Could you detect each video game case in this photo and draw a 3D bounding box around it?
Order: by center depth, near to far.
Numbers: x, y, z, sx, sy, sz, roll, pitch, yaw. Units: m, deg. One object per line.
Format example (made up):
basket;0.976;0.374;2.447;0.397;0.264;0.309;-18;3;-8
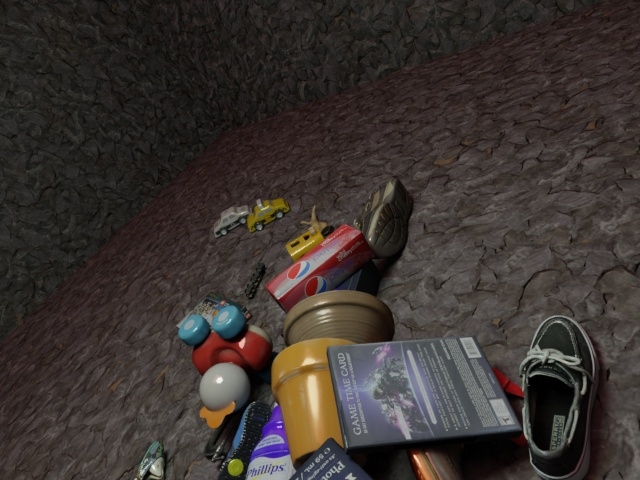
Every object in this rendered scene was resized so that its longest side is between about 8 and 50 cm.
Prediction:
video game case;0.159;0.243;0.811;0.273;0.026;0.196;-3;37;-7

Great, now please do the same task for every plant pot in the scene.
plant pot;0.010;0.315;0.907;0.205;0.205;0.188;-22;42;17
plant pot;0.041;0.218;1.024;0.237;0.237;0.110;-23;41;16

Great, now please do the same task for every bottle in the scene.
bottle;-0.078;0.430;0.938;0.118;0.092;0.283;-21;30;21

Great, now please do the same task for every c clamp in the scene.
c clamp;-0.209;0.431;1.120;0.137;0.022;0.161;-35;18;43

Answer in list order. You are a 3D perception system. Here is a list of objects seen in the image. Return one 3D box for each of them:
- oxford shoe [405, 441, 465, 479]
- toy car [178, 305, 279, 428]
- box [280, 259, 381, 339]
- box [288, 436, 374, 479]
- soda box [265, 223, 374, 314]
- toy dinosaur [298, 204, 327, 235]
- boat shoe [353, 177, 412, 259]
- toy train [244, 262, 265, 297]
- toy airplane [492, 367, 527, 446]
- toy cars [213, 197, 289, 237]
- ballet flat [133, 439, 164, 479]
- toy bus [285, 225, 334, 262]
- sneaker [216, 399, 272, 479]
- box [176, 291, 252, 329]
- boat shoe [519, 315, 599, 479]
oxford shoe;0.197;0.309;0.832;0.132;0.130;0.364;-18;33;1
toy car;-0.228;0.317;1.140;0.210;0.219;0.238;-16;35;27
box;0.033;0.159;1.256;0.184;0.103;0.261;-12;34;28
box;0.024;0.487;0.658;0.296;0.183;0.294;-42;31;-17
soda box;0.000;0.075;1.225;0.263;0.084;0.092;-39;29;-12
toy dinosaur;-0.025;-0.049;1.712;0.092;0.053;0.183;-18;35;-7
boat shoe;0.173;-0.049;1.443;0.130;0.132;0.355;-25;19;33
toy train;-0.211;0.131;1.606;0.027;0.036;0.158;4;38;14
toy airplane;0.295;0.272;0.837;0.151;0.028;0.151;13;35;-9
toy cars;-0.302;-0.109;2.023;0.393;0.087;0.177;-7;36;38
ballet flat;-0.389;0.545;1.113;0.070;0.070;0.188;-11;36;33
toy bus;-0.009;0.009;1.528;0.190;0.104;0.202;-8;37;37
sneaker;-0.157;0.444;1.044;0.082;0.069;0.210;109;-177;-60
box;-0.333;0.248;1.530;0.159;0.044;0.233;-45;31;-23
boat shoe;0.377;0.225;0.802;0.113;0.105;0.306;-6;38;39
